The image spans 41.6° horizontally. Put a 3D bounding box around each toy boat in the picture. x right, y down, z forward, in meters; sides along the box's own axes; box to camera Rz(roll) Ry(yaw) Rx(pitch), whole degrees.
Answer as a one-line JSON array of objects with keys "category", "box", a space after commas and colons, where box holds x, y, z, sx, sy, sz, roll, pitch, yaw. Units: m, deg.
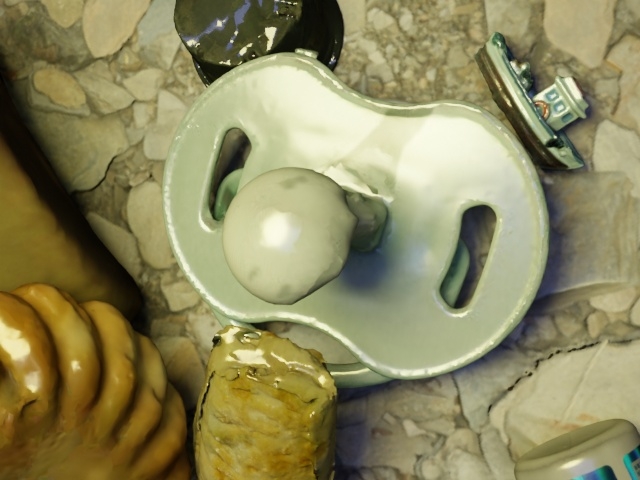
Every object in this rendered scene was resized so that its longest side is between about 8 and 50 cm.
[{"category": "toy boat", "box": [0.194, -0.125, 0.739, 0.066, 0.059, 0.140, -32, 81, 27]}]

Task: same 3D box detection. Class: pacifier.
[{"category": "pacifier", "box": [0.000, 0.000, 0.675, 0.343, 0.269, 0.288, 17, 102, 17]}]

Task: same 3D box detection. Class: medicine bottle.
[{"category": "medicine bottle", "box": [0.241, 0.250, 0.675, 0.107, 0.107, 0.191, -25, 81, 10]}]

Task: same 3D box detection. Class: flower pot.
[{"category": "flower pot", "box": [-0.066, -0.205, 0.786, 0.157, 0.107, 0.157, -1, 87, 13]}]

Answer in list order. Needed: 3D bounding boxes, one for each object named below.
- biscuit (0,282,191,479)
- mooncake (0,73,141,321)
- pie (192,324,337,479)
[{"category": "biscuit", "box": [-0.223, 0.194, 0.620, 0.107, 0.325, 0.326, 8, 87, 42]}, {"category": "mooncake", "box": [-0.367, -0.055, 0.779, 0.246, 0.393, 0.394, -29, 36, -10]}, {"category": "pie", "box": [-0.051, 0.192, 0.704, 0.128, 0.068, 0.282, 15, 132, 9]}]
